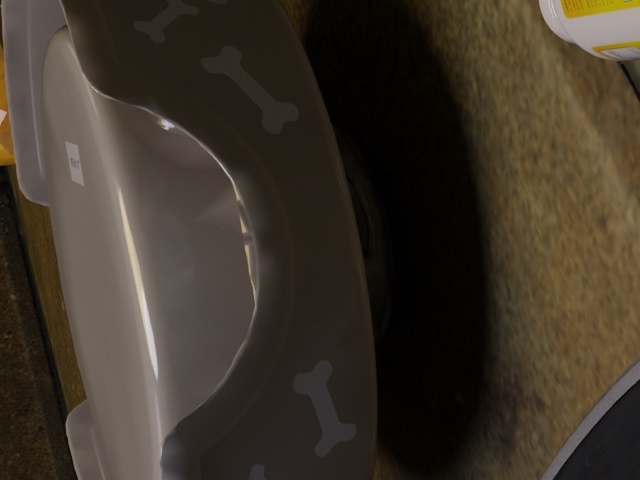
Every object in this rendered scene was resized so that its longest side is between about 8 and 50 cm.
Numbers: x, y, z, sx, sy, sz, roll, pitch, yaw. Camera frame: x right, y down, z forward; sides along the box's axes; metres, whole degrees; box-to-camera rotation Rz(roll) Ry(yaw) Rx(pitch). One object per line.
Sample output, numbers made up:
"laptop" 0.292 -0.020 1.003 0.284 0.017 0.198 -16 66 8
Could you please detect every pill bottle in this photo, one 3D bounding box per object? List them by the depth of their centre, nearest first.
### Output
"pill bottle" 0.093 -0.073 0.386 0.083 0.043 0.043 -168 68 -72

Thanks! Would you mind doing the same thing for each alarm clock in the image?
"alarm clock" 0.000 0.000 0.703 0.192 0.064 0.129 149 109 -75

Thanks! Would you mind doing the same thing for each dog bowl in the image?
"dog bowl" -0.073 0.015 0.677 0.349 0.102 0.349 169 90 -72

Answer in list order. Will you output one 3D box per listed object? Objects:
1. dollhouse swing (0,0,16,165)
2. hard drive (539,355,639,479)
"dollhouse swing" -0.295 -0.127 1.048 0.347 0.315 0.305 64 -156 -56
"hard drive" 0.117 0.136 0.422 0.255 0.054 0.172 102 152 -53
